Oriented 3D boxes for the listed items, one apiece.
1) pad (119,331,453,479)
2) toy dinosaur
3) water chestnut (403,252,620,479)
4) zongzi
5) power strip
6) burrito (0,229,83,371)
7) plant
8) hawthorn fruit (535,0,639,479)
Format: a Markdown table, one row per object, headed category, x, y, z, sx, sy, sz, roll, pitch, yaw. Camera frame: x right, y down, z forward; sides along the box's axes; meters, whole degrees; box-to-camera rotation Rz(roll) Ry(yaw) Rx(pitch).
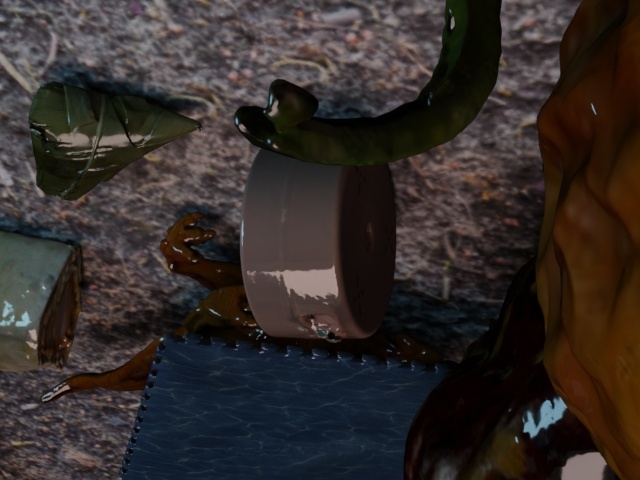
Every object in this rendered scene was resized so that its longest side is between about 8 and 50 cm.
| category | x | y | z | sx | sy | sz | roll | pitch | yaw |
| --- | --- | --- | --- | --- | --- | --- | --- | --- | --- |
| pad | -0.027 | 0.162 | 1.170 | 0.269 | 0.012 | 0.269 | 6 | 144 | -11 |
| toy dinosaur | -0.088 | 0.074 | 1.175 | 0.432 | 0.097 | 0.208 | 1 | 145 | 21 |
| water chestnut | 0.234 | 0.171 | 0.957 | 0.335 | 0.347 | 0.335 | -13 | 138 | -12 |
| zongzi | -0.160 | -0.059 | 1.073 | 0.130 | 0.062 | 0.154 | 6 | 149 | -4 |
| power strip | 0.000 | 0.000 | 0.991 | 0.078 | 0.154 | 0.154 | 1 | 140 | 18 |
| burrito | -0.366 | 0.048 | 1.234 | 0.299 | 0.105 | 0.143 | 8 | 128 | 11 |
| plant | 0.054 | -0.142 | 0.668 | 0.251 | 0.333 | 0.180 | 28 | 159 | -33 |
| hawthorn fruit | 0.315 | -0.003 | 0.636 | 0.471 | 0.472 | 0.472 | 11 | 142 | 9 |
